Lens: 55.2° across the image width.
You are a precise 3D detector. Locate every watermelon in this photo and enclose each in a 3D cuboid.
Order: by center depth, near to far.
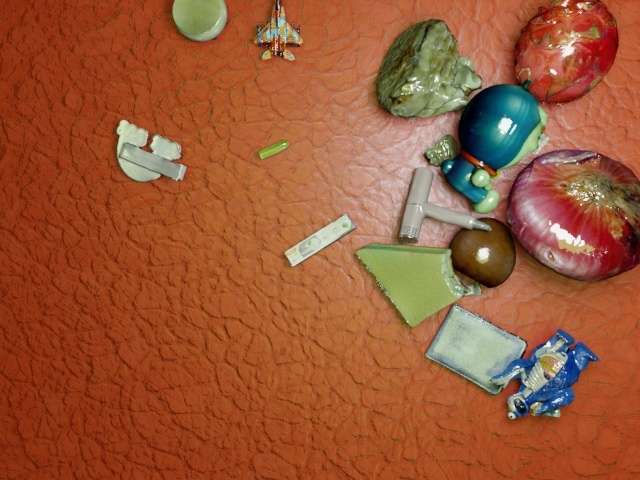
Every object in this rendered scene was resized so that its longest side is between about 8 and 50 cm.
[{"bbox_3d":[0.587,0.428,1.564,0.085,0.085,0.061,-43,123,6],"label":"watermelon"}]

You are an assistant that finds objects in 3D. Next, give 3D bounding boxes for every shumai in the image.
[{"bbox_3d":[0.272,-0.399,1.515,0.218,0.189,0.255,23,85,-16],"label":"shumai"},{"bbox_3d":[0.304,-0.225,1.563,0.081,0.083,0.082,-4,62,35],"label":"shumai"}]

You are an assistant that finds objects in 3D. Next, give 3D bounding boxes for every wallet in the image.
[{"bbox_3d":[0.404,0.283,1.585,0.222,0.036,0.167,28,96,5],"label":"wallet"}]

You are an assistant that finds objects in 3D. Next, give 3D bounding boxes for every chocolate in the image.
[{"bbox_3d":[0.407,0.024,1.512,0.177,0.177,0.176,0,93,5],"label":"chocolate"}]

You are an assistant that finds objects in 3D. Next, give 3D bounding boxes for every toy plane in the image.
[{"bbox_3d":[-0.107,-0.561,1.581,0.130,0.061,0.189,3,89,6],"label":"toy plane"}]

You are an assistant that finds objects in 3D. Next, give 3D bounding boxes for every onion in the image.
[{"bbox_3d":[0.602,-0.044,1.457,0.348,0.285,0.347,5,56,-7],"label":"onion"}]

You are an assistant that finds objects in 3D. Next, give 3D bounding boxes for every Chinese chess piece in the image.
[{"bbox_3d":[-0.315,-0.593,1.600,0.144,0.058,0.144,0,91,6],"label":"Chinese chess piece"}]

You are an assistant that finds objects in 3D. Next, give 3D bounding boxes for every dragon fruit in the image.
[{"bbox_3d":[0.571,-0.446,1.436,0.241,0.241,0.252,21,95,4],"label":"dragon fruit"}]

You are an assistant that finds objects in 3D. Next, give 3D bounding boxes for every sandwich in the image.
[{"bbox_3d":[0.236,0.069,1.526,0.245,0.063,0.212,53,130,4],"label":"sandwich"}]

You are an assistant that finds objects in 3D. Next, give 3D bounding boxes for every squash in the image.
[{"bbox_3d":[-0.121,-0.241,1.612,0.083,0.027,0.027,-23,90,6],"label":"squash"}]

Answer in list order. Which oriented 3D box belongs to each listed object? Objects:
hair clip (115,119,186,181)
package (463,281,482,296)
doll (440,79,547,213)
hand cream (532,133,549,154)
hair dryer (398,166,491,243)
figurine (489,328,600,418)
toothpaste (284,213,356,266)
[{"bbox_3d":[-0.462,-0.221,1.636,0.220,0.054,0.140,23,99,6],"label":"hair clip"},{"bbox_3d":[0.362,0.135,1.590,0.110,0.015,0.037,-13,86,4],"label":"package"},{"bbox_3d":[0.404,-0.231,1.447,0.186,0.198,0.321,25,108,-9],"label":"doll"},{"bbox_3d":[0.501,-0.288,1.554,0.165,0.037,0.057,38,95,-5],"label":"hand cream"},{"bbox_3d":[0.313,-0.083,1.499,0.220,0.054,0.195,5,70,30],"label":"hair dryer"},{"bbox_3d":[0.560,0.340,1.532,0.262,0.121,0.164,-39,84,13],"label":"figurine"},{"bbox_3d":[0.000,0.000,1.606,0.196,0.040,0.047,-32,85,6],"label":"toothpaste"}]
